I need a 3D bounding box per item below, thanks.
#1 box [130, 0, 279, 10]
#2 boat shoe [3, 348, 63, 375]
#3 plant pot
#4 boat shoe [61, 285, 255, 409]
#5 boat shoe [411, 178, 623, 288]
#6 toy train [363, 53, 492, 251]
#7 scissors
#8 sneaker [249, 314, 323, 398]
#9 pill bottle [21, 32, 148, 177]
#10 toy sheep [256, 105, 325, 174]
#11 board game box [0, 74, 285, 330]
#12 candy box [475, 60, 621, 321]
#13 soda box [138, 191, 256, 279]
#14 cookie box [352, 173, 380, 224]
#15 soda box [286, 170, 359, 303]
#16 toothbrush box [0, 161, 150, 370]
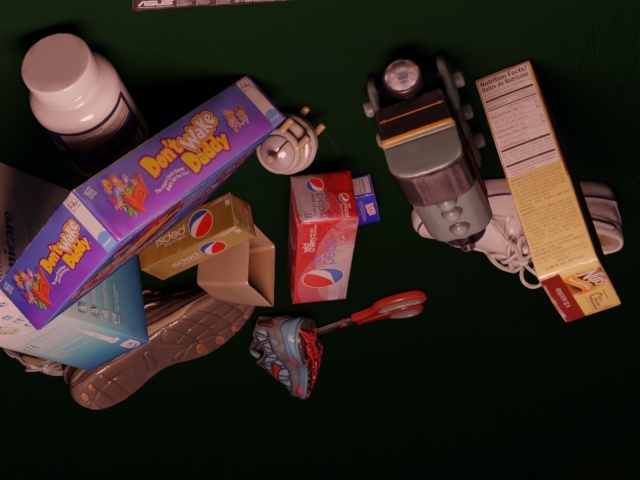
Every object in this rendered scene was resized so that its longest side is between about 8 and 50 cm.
[{"bbox_3d":[-0.113,-0.324,1.341,0.191,0.045,0.184,-6,150,-10],"label":"box"},{"bbox_3d":[-0.475,0.164,2.062,0.118,0.103,0.320,-12,153,-1],"label":"boat shoe"},{"bbox_3d":[-0.137,0.043,1.979,0.096,0.109,0.109,-7,155,17],"label":"plant pot"},{"bbox_3d":[-0.272,0.136,2.060,0.355,0.130,0.132,-28,143,-21],"label":"boat shoe"},{"bbox_3d":[0.331,-0.002,2.020,0.367,0.156,0.136,-1,151,-22],"label":"boat shoe"},{"bbox_3d":[0.156,-0.111,1.701,0.142,0.190,0.334,-17,153,10],"label":"toy train"},{"bbox_3d":[0.057,0.146,2.346,0.297,0.021,0.109,-13,159,6],"label":"scissors"},{"bbox_3d":[-0.067,0.207,2.345,0.125,0.104,0.262,12,148,13],"label":"sneaker"},{"bbox_3d":[-0.286,-0.164,1.501,0.112,0.112,0.186,-14,153,4],"label":"pill bottle"},{"bbox_3d":[-0.044,-0.131,1.685,0.091,0.091,0.132,-29,-176,29],"label":"toy sheep"},{"bbox_3d":[-0.219,-0.052,1.561,0.233,0.078,0.347,-41,-179,43],"label":"board game box"},{"bbox_3d":[0.313,-0.066,1.712,0.088,0.316,0.183,-21,152,14],"label":"candy box"},{"bbox_3d":[-0.191,-0.005,1.901,0.181,0.061,0.058,-25,151,23],"label":"soda box"},{"bbox_3d":[0.033,-0.055,1.922,0.107,0.040,0.092,-12,152,2],"label":"cookie box"},{"bbox_3d":[0.000,0.000,1.878,0.092,0.083,0.263,-6,152,-6],"label":"soda box"},{"bbox_3d":[-0.393,0.038,1.731,0.126,0.216,0.295,-27,150,26],"label":"toothbrush box"}]
